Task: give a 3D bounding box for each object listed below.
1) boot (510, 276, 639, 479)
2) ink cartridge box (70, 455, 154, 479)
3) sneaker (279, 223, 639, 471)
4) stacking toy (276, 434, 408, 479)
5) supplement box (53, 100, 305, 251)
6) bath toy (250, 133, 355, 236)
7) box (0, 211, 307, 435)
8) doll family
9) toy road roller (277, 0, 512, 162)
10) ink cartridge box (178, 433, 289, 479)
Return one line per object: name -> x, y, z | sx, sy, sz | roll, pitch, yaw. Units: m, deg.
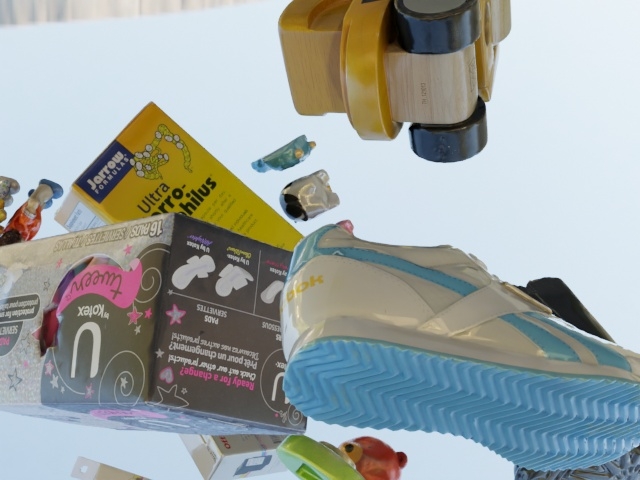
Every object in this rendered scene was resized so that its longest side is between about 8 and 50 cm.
boot -> 0.361, 0.226, 1.813 | 0.367, 0.146, 0.445 | 3, -145, -31
ink cartridge box -> -0.331, 0.427, 1.863 | 0.181, 0.104, 0.062 | 20, -126, -8
sneaker -> 0.088, 0.054, 0.576 | 0.228, 0.087, 0.092 | 18, -138, -23
stacking toy -> 0.102, 0.314, 1.431 | 0.309, 0.279, 0.130 | 22, -116, 35
supplement box -> -0.214, -0.011, 1.781 | 0.356, 0.194, 0.195 | 42, -114, -8
bath toy -> 0.000, 0.000, 1.913 | 0.129, 0.348, 0.151 | -25, 180, 25
box -> -0.142, 0.077, 0.892 | 0.247, 0.142, 0.163 | -9, 160, 43
doll family -> -0.438, 0.021, 1.412 | 0.118, 0.263, 0.163 | 30, -143, -9
toy road roller -> 0.092, -0.255, 1.357 | 0.240, 0.202, 0.329 | 4, -139, 17
ink cartridge box -> -0.136, 0.325, 1.877 | 0.175, 0.072, 0.127 | 2, -140, -42
